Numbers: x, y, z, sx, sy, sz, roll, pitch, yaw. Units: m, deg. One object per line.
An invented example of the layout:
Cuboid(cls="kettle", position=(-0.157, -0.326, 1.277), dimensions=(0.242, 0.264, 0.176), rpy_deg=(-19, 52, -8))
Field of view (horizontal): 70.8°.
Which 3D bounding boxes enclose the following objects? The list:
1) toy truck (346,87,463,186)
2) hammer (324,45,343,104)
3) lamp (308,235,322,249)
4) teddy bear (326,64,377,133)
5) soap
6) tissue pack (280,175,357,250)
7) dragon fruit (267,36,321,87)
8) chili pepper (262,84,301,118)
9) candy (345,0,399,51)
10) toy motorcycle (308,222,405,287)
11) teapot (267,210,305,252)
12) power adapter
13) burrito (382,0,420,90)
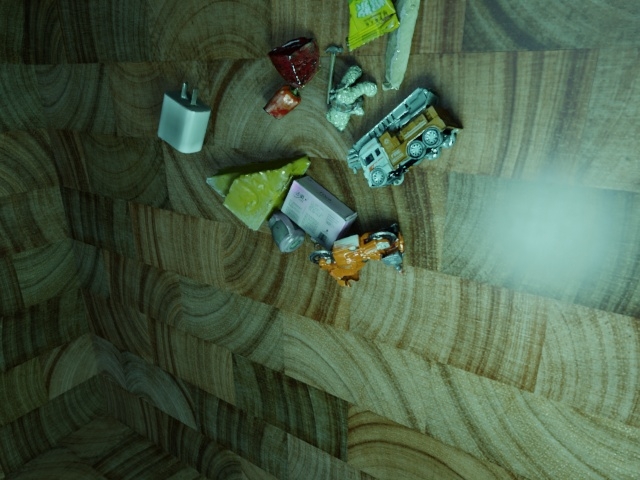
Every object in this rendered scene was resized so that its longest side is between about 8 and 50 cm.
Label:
Cuboid(cls="toy truck", position=(0.235, -0.292, 1.358), dimensions=(0.338, 0.132, 0.185), rpy_deg=(-35, 76, 35))
Cuboid(cls="hammer", position=(0.032, -0.540, 1.476), dimensions=(0.062, 0.017, 0.182), rpy_deg=(23, 120, 27))
Cuboid(cls="lamp", position=(0.000, 0.000, 1.690), dimensions=(0.083, 0.031, 0.063), rpy_deg=(-17, 103, 40))
Cuboid(cls="teddy bear", position=(0.078, -0.434, 1.424), dimensions=(0.133, 0.111, 0.213), rpy_deg=(46, 125, 17))
Cuboid(cls="soap", position=(-0.244, -0.260, 1.679), dimensions=(0.304, 0.169, 0.339), rpy_deg=(42, 126, 3))
Cuboid(cls="tissue pack", position=(-0.006, -0.101, 1.615), dimensions=(0.246, 0.092, 0.149), rpy_deg=(41, 127, 16))
Cuboid(cls="dragon fruit", position=(-0.084, -0.594, 1.500), dimensions=(0.161, 0.120, 0.127), rpy_deg=(28, 146, 43))
Cuboid(cls="chili pepper", position=(-0.113, -0.492, 1.553), dimensions=(0.192, 0.086, 0.084), rpy_deg=(-36, 112, 27))
Cuboid(cls="candy", position=(0.128, -0.722, 1.289), dimensions=(0.187, 0.081, 0.298), rpy_deg=(-7, 93, 44))
Cuboid(cls="toy motorcycle", position=(0.139, 0.055, 1.526), dimensions=(0.325, 0.221, 0.148), rpy_deg=(-17, 56, 23))
Cuboid(cls="teapot", position=(-0.144, -0.038, 1.711), dimensions=(0.116, 0.148, 0.146), rpy_deg=(-43, 68, 7))
Cuboid(cls="power adapter", position=(-0.549, -0.511, 1.828), dimensions=(0.187, 0.124, 0.255), rpy_deg=(35, 123, 18))
Cuboid(cls="burrito", position=(0.228, -0.574, 1.301), dimensions=(0.082, 0.059, 0.276), rpy_deg=(26, 119, 38))
